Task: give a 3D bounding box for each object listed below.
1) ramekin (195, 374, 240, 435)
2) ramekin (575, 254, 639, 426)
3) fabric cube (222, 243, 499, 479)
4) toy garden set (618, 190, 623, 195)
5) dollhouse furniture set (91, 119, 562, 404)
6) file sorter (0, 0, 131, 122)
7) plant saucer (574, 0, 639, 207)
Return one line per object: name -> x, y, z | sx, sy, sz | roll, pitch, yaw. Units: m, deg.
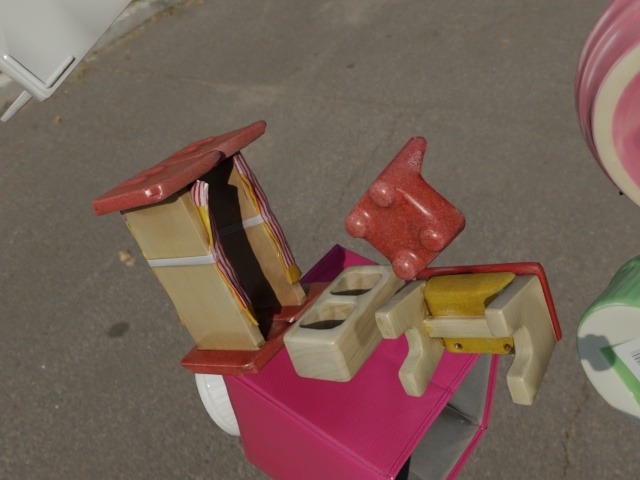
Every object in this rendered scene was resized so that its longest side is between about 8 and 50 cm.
ramekin -> -0.183, 0.337, 1.584 | 0.127, 0.273, 0.272 | -24, 36, 20
ramekin -> 0.576, 0.181, 1.036 | 0.148, 0.303, 0.303 | -30, 45, -27
fabric cube -> 0.057, 0.209, 0.836 | 0.258, 0.254, 0.259 | 26, 52, 29
toy garden set -> 0.801, -0.188, 1.621 | 0.049, 0.203, 0.244 | -35, 7, -2
dollhouse furniture set -> 0.000, 0.000, 0.546 | 0.374, 0.201, 0.152 | -6, 26, 39
file sorter -> -0.323, -0.267, 0.556 | 0.173, 0.278, 0.192 | -7, 48, 52
plant saucer -> 0.403, -0.117, 0.606 | 0.332, 0.332, 0.084 | 22, 55, 31
